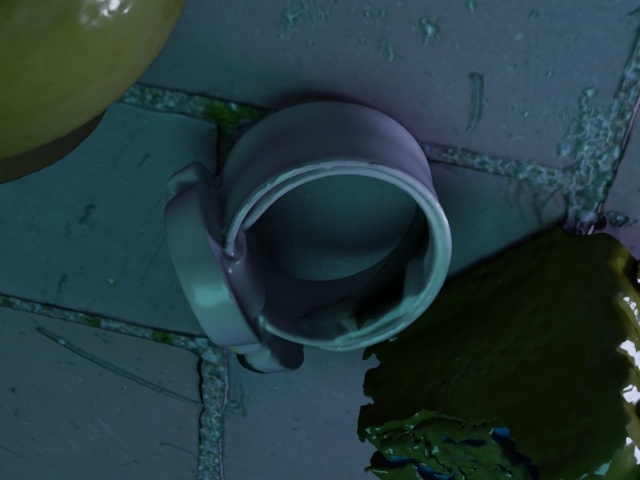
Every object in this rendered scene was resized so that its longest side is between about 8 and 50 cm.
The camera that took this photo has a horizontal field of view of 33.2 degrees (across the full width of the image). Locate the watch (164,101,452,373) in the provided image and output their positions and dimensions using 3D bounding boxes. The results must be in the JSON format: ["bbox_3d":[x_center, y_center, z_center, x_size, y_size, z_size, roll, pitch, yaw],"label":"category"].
[{"bbox_3d":[0.000,0.000,0.966,0.231,0.196,0.244,-23,124,7],"label":"watch"}]

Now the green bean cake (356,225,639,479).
[{"bbox_3d":[0.189,0.176,0.970,0.310,0.285,0.202,-26,125,34],"label":"green bean cake"}]

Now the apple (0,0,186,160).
[{"bbox_3d":[-0.212,-0.173,0.544,0.292,0.254,0.292,46,164,17],"label":"apple"}]

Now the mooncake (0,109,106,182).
[{"bbox_3d":[-0.285,-0.169,0.788,0.285,0.284,0.155,23,141,-5],"label":"mooncake"}]
